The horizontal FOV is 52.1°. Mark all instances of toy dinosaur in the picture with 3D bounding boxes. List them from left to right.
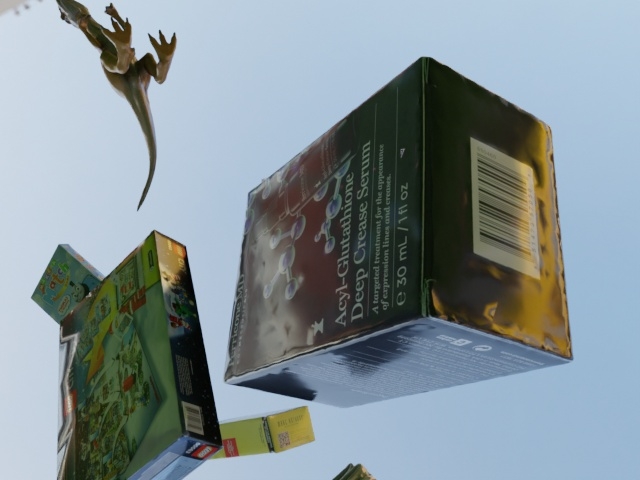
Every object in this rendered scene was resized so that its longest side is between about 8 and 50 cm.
[{"bbox_3d":[-0.176,-0.149,0.616,0.064,0.112,0.211,-23,-95,-34],"label":"toy dinosaur"}]

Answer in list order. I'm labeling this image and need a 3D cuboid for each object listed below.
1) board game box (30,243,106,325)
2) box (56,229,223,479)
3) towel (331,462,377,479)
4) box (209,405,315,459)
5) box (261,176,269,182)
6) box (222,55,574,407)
[{"bbox_3d":[-0.570,0.132,1.536,0.211,0.039,0.160,36,-77,20],"label":"board game box"},{"bbox_3d":[-0.174,0.122,0.594,0.159,0.044,0.233,-41,-137,19],"label":"box"},{"bbox_3d":[0.061,0.485,0.971,0.187,0.282,0.049,-35,-166,-19],"label":"towel"},{"bbox_3d":[-0.119,0.311,1.045,0.232,0.087,0.058,-22,-104,42],"label":"box"},{"bbox_3d":[0.000,0.000,1.385,0.126,0.231,0.262,-6,-97,51],"label":"box"},{"bbox_3d":[0.073,0.025,0.813,0.395,0.212,0.294,-30,-132,50],"label":"box"}]
